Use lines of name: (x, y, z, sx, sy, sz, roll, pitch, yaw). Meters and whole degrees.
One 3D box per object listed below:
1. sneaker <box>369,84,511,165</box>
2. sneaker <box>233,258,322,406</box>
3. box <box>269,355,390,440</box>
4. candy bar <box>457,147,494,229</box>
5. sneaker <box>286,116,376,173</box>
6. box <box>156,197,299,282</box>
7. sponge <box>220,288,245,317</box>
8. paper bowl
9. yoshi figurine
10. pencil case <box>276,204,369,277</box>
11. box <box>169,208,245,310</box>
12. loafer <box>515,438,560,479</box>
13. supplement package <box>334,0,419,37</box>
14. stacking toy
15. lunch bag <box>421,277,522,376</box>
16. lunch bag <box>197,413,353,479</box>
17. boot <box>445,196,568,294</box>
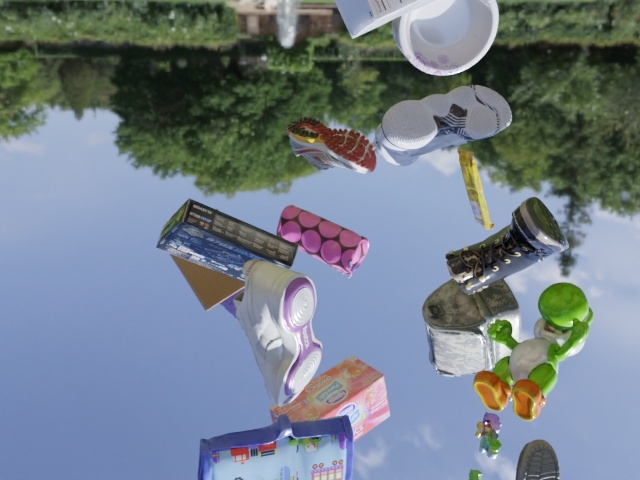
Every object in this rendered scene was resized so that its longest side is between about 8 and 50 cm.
sneaker: (0.293, -0.290, 1.835, 0.366, 0.137, 0.210, -12, 174, -21)
sneaker: (-0.079, 0.161, 1.283, 0.152, 0.305, 0.114, 25, -140, 32)
box: (0.029, 0.464, 1.945, 0.300, 0.154, 0.142, -26, -150, -30)
candy bar: (0.258, -0.083, 1.195, 0.018, 0.161, 0.040, -34, -146, -15)
sneaker: (0.028, -0.199, 1.587, 0.225, 0.093, 0.088, 27, -127, 28)
box: (-0.176, 0.011, 1.329, 0.220, 0.051, 0.175, 23, 155, -20)
sponge: (-0.168, 0.194, 1.873, 0.117, 0.210, 0.031, -33, -161, 46)
paper bowl: (0.341, -0.619, 2.007, 0.284, 0.284, 0.148, -2, -151, -8)
yoshi figurine: (0.504, 0.224, 1.634, 0.203, 0.203, 0.362, 43, -123, 11)
pencil case: (0.000, 0.000, 1.627, 0.209, 0.098, 0.095, 27, -159, 20)
box: (-0.261, 0.044, 1.722, 0.164, 0.201, 0.021, -32, 177, -26)
loafer: (0.446, 0.541, 1.531, 0.094, 0.251, 0.087, 2, -174, -12)
supplement package: (0.155, -0.510, 1.373, 0.244, 0.134, 0.139, -28, -172, -16)
stacking toy: (0.402, 0.458, 1.679, 0.052, 0.167, 0.221, 18, -145, 9)
lunch bag: (0.423, 0.246, 2.056, 0.256, 0.305, 0.212, -20, -131, -1)
lunch bag: (-0.069, 0.377, 1.059, 0.221, 0.293, 0.138, -3, -147, -17)
boot: (0.449, 0.022, 1.771, 0.284, 0.138, 0.377, -28, 167, 20)
